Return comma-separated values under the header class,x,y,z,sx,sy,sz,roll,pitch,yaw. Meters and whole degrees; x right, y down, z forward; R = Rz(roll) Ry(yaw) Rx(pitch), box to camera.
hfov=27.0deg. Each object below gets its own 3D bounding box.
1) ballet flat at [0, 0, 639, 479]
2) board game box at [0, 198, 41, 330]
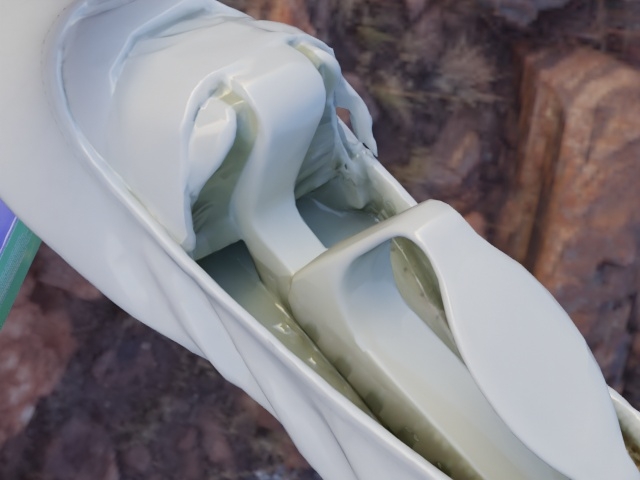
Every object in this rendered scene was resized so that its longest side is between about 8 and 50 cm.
class,x,y,z,sx,sy,sz,roll,pitch,yaw
ballet flat,0.000,0.000,0.516,0.139,0.400,0.139,-42,169,-10
board game box,-0.279,0.043,0.679,0.317,0.213,0.046,-64,169,6
